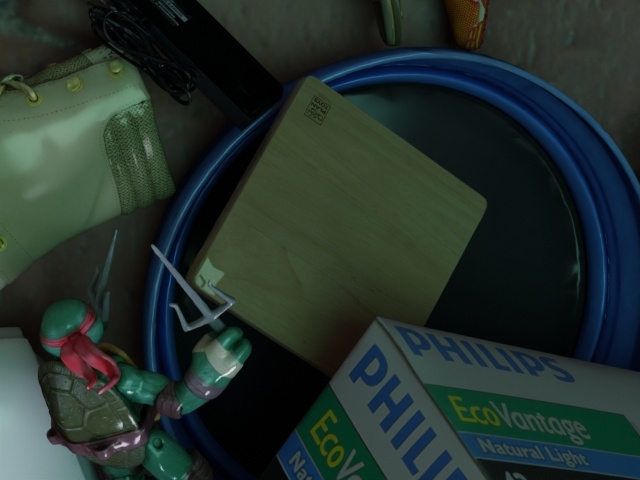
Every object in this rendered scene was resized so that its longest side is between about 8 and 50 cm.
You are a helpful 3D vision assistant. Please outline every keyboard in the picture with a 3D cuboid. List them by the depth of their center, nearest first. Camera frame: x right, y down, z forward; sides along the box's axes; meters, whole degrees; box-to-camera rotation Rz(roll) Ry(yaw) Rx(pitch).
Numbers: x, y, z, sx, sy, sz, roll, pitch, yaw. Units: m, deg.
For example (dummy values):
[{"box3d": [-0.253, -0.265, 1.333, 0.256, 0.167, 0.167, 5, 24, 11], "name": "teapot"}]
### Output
[{"box3d": [-0.115, -0.142, 1.232, 0.192, 0.100, 0.038, 44, 120, 1], "name": "keyboard"}]

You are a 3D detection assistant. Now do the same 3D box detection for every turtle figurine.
[{"box3d": [-0.125, 0.096, 1.210, 0.118, 0.175, 0.234, -38, 129, -27], "name": "turtle figurine"}]

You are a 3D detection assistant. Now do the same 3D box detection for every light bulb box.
[{"box3d": [0.110, 0.276, 1.252, 0.358, 0.225, 0.361, 13, 120, -42], "name": "light bulb box"}]

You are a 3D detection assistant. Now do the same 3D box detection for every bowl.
[{"box3d": [0.058, 0.050, 1.368, 0.391, 0.077, 0.391, -4, 105, -17], "name": "bowl"}]

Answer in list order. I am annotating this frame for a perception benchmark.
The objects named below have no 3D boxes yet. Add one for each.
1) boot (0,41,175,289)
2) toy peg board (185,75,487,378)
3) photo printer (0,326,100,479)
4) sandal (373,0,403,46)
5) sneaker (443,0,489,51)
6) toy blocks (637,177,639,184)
[{"box3d": [-0.224, -0.096, 1.224, 0.203, 0.095, 0.262, -29, 113, -10], "name": "boot"}, {"box3d": [0.000, 0.000, 1.265, 0.161, 0.079, 0.161, 34, 76, -22], "name": "toy peg board"}, {"box3d": [-0.265, 0.222, 1.283, 0.256, 0.107, 0.308, -22, 110, -13], "name": "photo printer"}, {"box3d": [0.013, -0.216, 1.296, 0.049, 0.072, 0.180, -23, 109, 4], "name": "sandal"}, {"box3d": [0.086, -0.219, 1.333, 0.067, 0.064, 0.175, -9, 104, 6], "name": "sneaker"}, {"box3d": [0.419, -0.029, 1.316, 0.381, 0.261, 0.191, -15, 120, 4], "name": "toy blocks"}]
